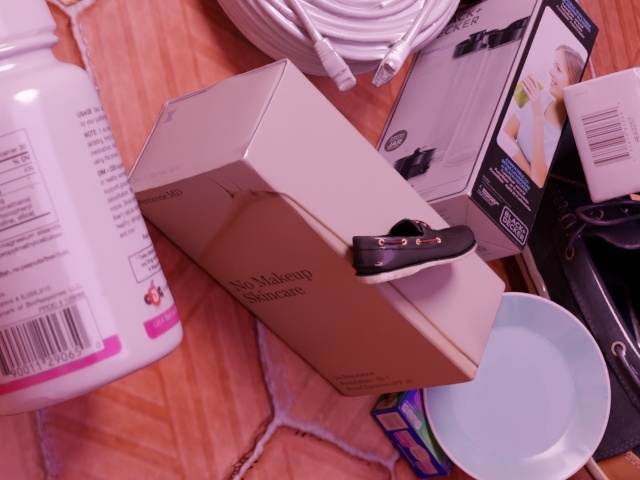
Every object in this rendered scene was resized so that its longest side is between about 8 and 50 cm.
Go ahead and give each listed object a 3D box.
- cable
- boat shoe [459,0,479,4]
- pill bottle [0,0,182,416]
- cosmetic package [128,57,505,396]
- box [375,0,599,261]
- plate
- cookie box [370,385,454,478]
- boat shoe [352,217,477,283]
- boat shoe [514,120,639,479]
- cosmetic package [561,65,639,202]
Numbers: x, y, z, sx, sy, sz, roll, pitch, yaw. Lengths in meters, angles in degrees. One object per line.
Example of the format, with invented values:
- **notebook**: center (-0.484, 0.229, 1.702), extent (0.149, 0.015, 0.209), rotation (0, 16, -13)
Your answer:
- **cable**: center (0.015, -0.276, 1.437), extent (0.257, 0.089, 0.257), rotation (47, 64, -5)
- **boat shoe**: center (0.161, -0.304, 1.627), extent (0.341, 0.121, 0.110), rotation (-20, 95, -45)
- **pill bottle**: center (-0.217, -0.032, 1.134), extent (0.160, 0.160, 0.283), rotation (-25, 99, -47)
- **cosmetic package**: center (0.000, 0.000, 1.355), extent (0.309, 0.160, 0.113), rotation (42, 53, -30)
- **box**: center (0.147, -0.110, 1.533), extent (0.087, 0.169, 0.290), rotation (43, 53, -27)
- **plate**: center (0.184, 0.143, 1.502), extent (0.188, 0.024, 0.188), rotation (3, 78, -14)
- **cookie box**: center (0.107, 0.157, 1.513), extent (0.092, 0.040, 0.107), rotation (54, 47, -21)
- **boat shoe**: center (0.079, 0.003, 1.286), extent (0.133, 0.049, 0.042), rotation (-13, 99, -41)
- **boat shoe**: center (0.293, 0.010, 1.628), extent (0.187, 0.156, 0.500), rotation (8, 61, -42)
- **cosmetic package**: center (0.323, -0.115, 1.553), extent (0.231, 0.085, 0.117), rotation (-22, 98, -58)
